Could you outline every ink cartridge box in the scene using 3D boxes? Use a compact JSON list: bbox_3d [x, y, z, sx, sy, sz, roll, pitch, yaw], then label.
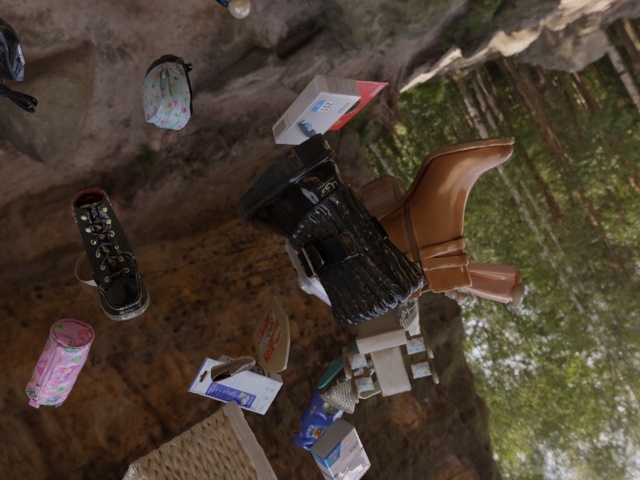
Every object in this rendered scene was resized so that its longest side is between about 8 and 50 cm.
[{"bbox_3d":[0.031,-0.387,1.552,0.261,0.066,0.296,-5,165,-32],"label":"ink cartridge box"},{"bbox_3d":[0.064,0.682,1.599,0.139,0.191,0.082,-38,-147,-30],"label":"ink cartridge box"},{"bbox_3d":[-0.328,0.551,1.968,0.165,0.332,0.065,-59,-156,11],"label":"ink cartridge box"}]

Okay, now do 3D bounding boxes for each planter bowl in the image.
[{"bbox_3d":[-0.824,0.109,1.925,0.162,0.162,0.109,-32,143,-2],"label":"planter bowl"}]

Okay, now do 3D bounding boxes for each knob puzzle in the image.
[{"bbox_3d":[-0.124,0.280,1.411,0.029,0.213,0.213,9,158,-33],"label":"knob puzzle"}]

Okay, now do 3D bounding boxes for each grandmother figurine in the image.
[{"bbox_3d":[0.356,0.088,1.361,0.342,0.104,0.208,11,-161,8],"label":"grandmother figurine"}]

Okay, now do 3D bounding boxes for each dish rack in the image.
[{"bbox_3d":[0.013,0.114,1.543,0.072,0.333,0.286,-38,-140,12],"label":"dish rack"}]

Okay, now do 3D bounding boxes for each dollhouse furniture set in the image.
[{"bbox_3d":[0.158,0.278,1.203,0.212,0.242,0.161,-15,-159,5],"label":"dollhouse furniture set"}]

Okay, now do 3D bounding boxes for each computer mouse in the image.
[{"bbox_3d":[-0.690,-0.401,1.058,0.060,0.184,0.262,-61,175,-30],"label":"computer mouse"}]

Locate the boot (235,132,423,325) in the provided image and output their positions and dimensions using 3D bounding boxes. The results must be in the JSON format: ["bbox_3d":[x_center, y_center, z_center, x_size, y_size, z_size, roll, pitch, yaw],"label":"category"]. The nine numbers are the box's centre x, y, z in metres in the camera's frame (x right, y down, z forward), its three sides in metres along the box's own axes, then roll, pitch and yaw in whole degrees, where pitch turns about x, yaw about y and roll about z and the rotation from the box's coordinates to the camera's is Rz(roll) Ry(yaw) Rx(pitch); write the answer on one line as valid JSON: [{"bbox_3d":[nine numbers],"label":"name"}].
[{"bbox_3d":[-0.003,0.002,0.802,0.131,0.260,0.348,-38,-175,-14],"label":"boot"}]

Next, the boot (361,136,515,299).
[{"bbox_3d":[0.205,-0.030,0.822,0.283,0.220,0.109,-22,173,31],"label":"boot"}]

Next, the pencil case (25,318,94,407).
[{"bbox_3d":[-0.754,0.357,1.465,0.284,0.124,0.124,-55,174,23],"label":"pencil case"}]

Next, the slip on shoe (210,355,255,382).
[{"bbox_3d":[-0.249,0.367,1.443,0.135,0.052,0.041,-14,-147,4],"label":"slip on shoe"}]

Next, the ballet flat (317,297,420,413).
[{"bbox_3d":[0.187,0.318,1.529,0.483,0.182,0.164,-55,-178,7],"label":"ballet flat"}]

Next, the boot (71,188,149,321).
[{"bbox_3d":[-0.387,0.023,0.919,0.085,0.179,0.236,-21,-146,-19],"label":"boot"}]

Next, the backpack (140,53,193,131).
[{"bbox_3d":[-0.404,-0.377,1.335,0.115,0.182,0.152,2,156,-38],"label":"backpack"}]

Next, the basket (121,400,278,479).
[{"bbox_3d":[-0.269,0.617,1.196,0.266,0.331,0.328,-24,162,-35],"label":"basket"}]

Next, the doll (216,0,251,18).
[{"bbox_3d":[-0.191,-0.431,0.835,0.046,0.189,0.129,-54,177,1],"label":"doll"}]

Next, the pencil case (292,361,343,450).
[{"bbox_3d":[0.022,0.565,1.701,0.306,0.133,0.119,-64,174,12],"label":"pencil case"}]
